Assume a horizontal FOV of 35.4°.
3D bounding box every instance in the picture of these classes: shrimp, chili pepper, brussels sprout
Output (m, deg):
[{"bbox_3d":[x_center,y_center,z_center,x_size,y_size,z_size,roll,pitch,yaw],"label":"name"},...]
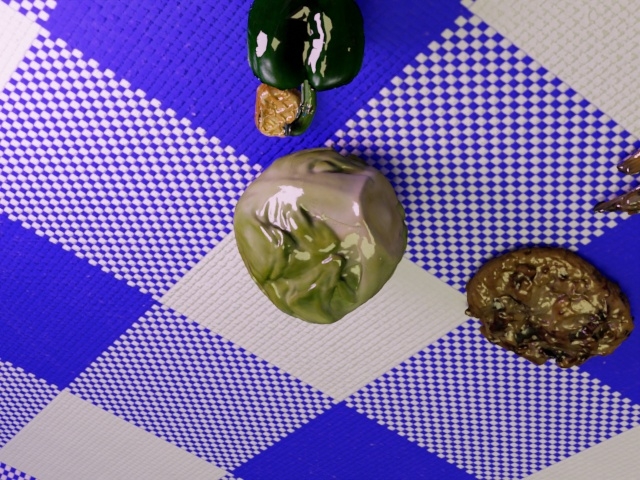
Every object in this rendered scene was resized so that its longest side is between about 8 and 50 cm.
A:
[{"bbox_3d":[0.563,-0.107,1.661,0.254,0.059,0.145,-12,130,24],"label":"shrimp"},{"bbox_3d":[-0.027,-0.288,1.532,0.173,0.165,0.261,-4,135,-8],"label":"chili pepper"},{"bbox_3d":[0.000,0.000,1.780,0.328,0.247,0.328,8,141,7],"label":"brussels sprout"}]

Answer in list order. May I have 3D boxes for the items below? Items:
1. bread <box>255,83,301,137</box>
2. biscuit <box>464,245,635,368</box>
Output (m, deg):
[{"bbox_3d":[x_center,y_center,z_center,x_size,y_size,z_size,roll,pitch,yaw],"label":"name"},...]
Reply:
[{"bbox_3d":[-0.070,-0.222,1.699,0.083,0.044,0.111,10,135,1],"label":"bread"},{"bbox_3d":[0.439,0.144,1.947,0.334,0.081,0.289,29,134,-15],"label":"biscuit"}]
